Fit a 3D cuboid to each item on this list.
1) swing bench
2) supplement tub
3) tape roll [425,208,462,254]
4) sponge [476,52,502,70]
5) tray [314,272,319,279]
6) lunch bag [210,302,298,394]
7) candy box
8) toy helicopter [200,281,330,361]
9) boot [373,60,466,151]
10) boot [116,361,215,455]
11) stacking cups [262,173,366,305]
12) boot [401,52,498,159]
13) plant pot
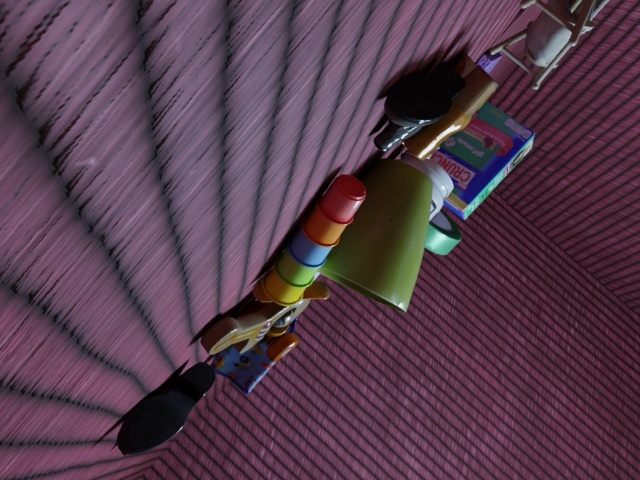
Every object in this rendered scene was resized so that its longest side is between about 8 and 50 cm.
[{"bbox_3d":[0.584,-0.553,1.360,0.254,0.165,0.253,-48,174,-5],"label":"swing bench"},{"bbox_3d":[0.207,-0.096,1.512,0.272,0.191,0.191,-47,174,-5],"label":"supplement tub"},{"bbox_3d":[0.343,-0.087,1.935,0.077,0.321,0.321,-49,174,23],"label":"tape roll"},{"bbox_3d":[0.445,-0.471,1.559,0.117,0.031,0.210,-51,174,32],"label":"sponge"},{"bbox_3d":[-0.013,0.106,2.068,0.270,0.030,0.145,-51,174,31],"label":"tray"},{"bbox_3d":[-0.165,0.250,1.590,0.221,0.138,0.293,-51,-174,23],"label":"lunch bag"},{"bbox_3d":[0.453,-0.269,1.742,0.317,0.268,0.122,-48,156,2],"label":"candy box"},{"bbox_3d":[-0.124,0.172,1.216,0.235,0.140,0.355,-44,165,21],"label":"toy helicopter"},{"bbox_3d":[0.145,-0.200,0.936,0.161,0.083,0.246,-45,176,41],"label":"boot"},{"bbox_3d":[-0.379,0.399,1.210,0.280,0.096,0.264,-43,-174,36],"label":"boot"},{"bbox_3d":[-0.010,0.008,1.075,0.096,0.096,0.316,-42,172,-47],"label":"stacking cups"},{"bbox_3d":[0.250,-0.269,1.141,0.211,0.104,0.295,-42,-173,22],"label":"boot"},{"bbox_3d":[0.131,-0.029,1.273,0.293,0.275,0.275,-64,176,-6],"label":"plant pot"}]
